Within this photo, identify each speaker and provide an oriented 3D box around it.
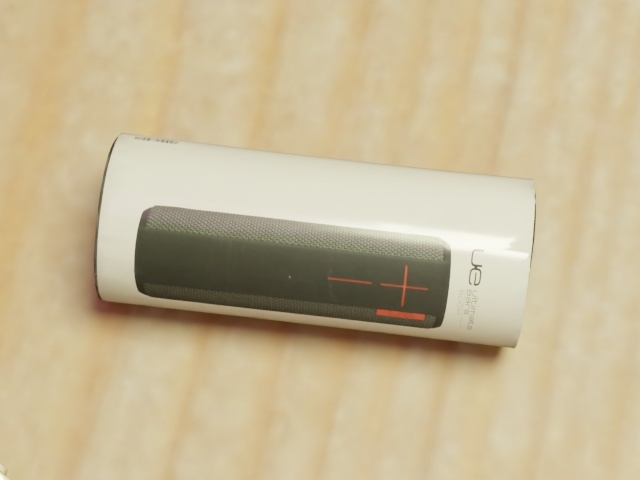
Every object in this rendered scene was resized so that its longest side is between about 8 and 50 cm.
[{"bbox_3d":[0.000,0.000,0.569,0.136,0.055,0.055,7,68,2],"label":"speaker"}]

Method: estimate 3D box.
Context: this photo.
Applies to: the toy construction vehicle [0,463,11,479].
[{"bbox_3d":[-0.134,0.085,0.544,0.098,0.035,0.086,37,72,14],"label":"toy construction vehicle"}]
